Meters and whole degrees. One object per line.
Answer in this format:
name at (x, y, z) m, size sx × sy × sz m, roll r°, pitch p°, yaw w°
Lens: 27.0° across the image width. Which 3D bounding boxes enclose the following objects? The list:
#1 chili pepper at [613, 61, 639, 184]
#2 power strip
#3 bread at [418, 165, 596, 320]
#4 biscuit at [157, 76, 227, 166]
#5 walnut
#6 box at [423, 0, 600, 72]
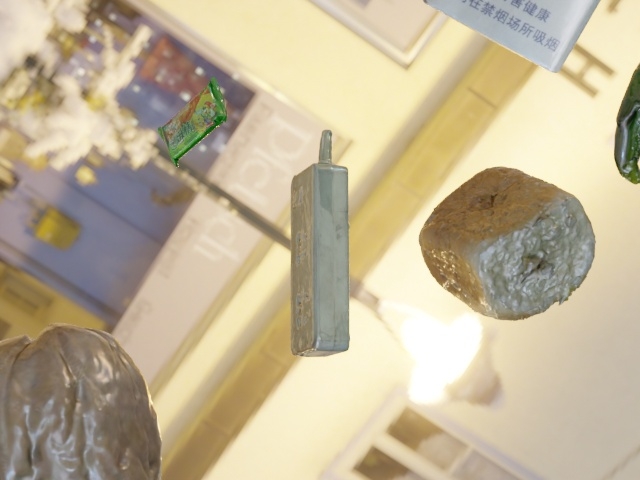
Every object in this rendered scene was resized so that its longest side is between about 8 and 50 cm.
chili pepper at (0.462, -0.245, 1.730) m, size 0.359 × 0.076 × 0.085 m, roll -65°, pitch 166°, yaw 14°
power strip at (0.000, 0.000, 1.673) m, size 0.093 × 0.053 × 0.288 m, roll 150°, pitch -59°, yaw -66°
bread at (0.270, 0.018, 1.877) m, size 0.195 × 0.176 × 0.246 m, roll -35°, pitch -156°, yaw -10°
biscuit at (-0.119, -0.108, 1.237) m, size 0.089 × 0.016 × 0.046 m, roll -37°, pitch -117°, yaw 32°
walnut at (-0.212, 0.183, 1.064) m, size 0.178 × 0.230 × 0.178 m, roll -12°, pitch 178°, yaw 0°
box at (0.237, -0.322, 1.364) m, size 0.259 × 0.168 × 0.071 m, roll -63°, pitch 176°, yaw 23°
